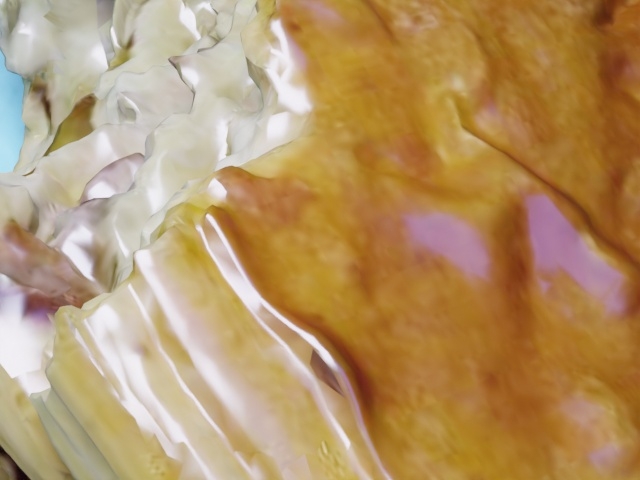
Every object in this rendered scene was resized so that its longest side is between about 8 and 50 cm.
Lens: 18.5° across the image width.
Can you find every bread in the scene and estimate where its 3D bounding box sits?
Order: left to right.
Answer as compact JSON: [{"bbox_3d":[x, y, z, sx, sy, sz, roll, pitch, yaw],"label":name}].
[{"bbox_3d":[0.000,0.000,0.599,0.314,0.191,0.370,-27,74,-42],"label":"bread"}]
